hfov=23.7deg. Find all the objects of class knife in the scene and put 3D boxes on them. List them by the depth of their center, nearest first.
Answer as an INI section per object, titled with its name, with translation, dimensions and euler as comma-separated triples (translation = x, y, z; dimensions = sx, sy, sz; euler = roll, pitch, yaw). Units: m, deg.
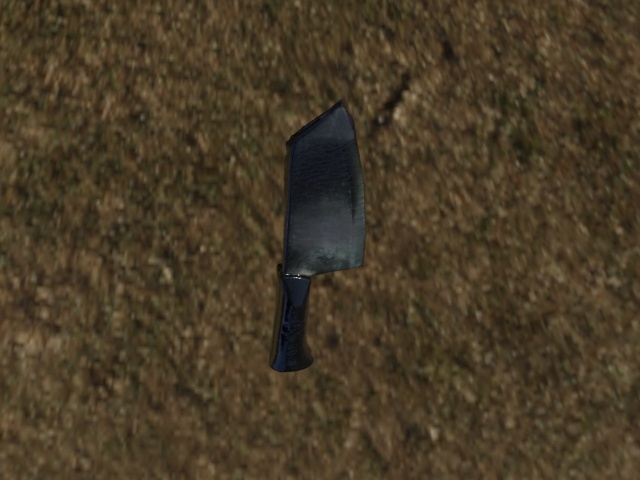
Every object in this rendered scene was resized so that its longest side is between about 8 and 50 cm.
[knife]
translation = 0.000, 0.000, 0.941
dimensions = 0.060, 0.028, 0.230
euler = -7, 137, -11
